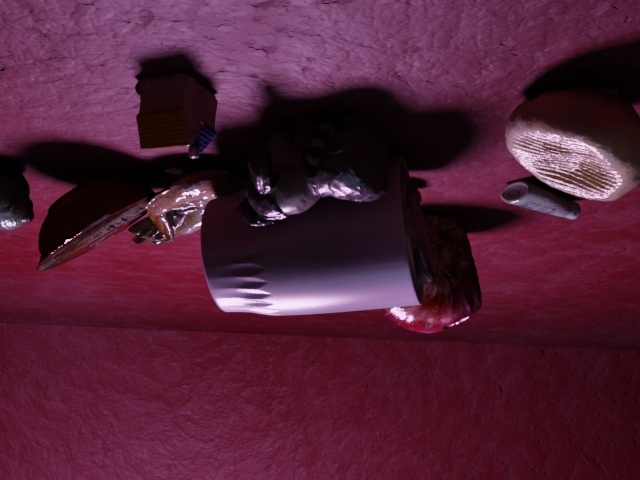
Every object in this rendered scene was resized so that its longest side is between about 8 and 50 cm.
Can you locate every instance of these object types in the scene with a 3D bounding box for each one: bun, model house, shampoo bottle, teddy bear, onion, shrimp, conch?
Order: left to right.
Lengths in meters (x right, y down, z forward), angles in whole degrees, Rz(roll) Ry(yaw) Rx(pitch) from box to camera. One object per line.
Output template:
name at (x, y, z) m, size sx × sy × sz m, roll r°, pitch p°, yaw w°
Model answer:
conch at (-0.610, -0.079, 1.658) m, size 0.188 × 0.122 × 0.176 m, roll 0°, pitch 143°, yaw -12°
shrimp at (-0.267, -0.058, 1.705) m, size 0.317 × 0.077 × 0.168 m, roll -27°, pitch 154°, yaw 35°
model house at (-0.202, -0.167, 1.290) m, size 0.087 × 0.100 × 0.100 m, roll -5°, pitch 166°, yaw 23°
teddy bear at (-0.028, -0.119, 1.402) m, size 0.251 × 0.144 × 0.171 m, roll -11°, pitch 161°, yaw 10°
onion at (0.202, 0.072, 1.957) m, size 0.230 × 0.256 × 0.272 m, roll -10°, pitch 147°, yaw -17°
shampoo bottle at (0.425, -0.073, 1.741) m, size 0.190 × 0.041 × 0.069 m, roll 13°, pitch 157°, yaw -40°
bun at (0.368, -0.149, 1.290) m, size 0.222 × 0.127 × 0.222 m, roll 31°, pitch 170°, yaw 6°

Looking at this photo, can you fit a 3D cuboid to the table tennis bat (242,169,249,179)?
table tennis bat at (-0.080, -0.089, 1.737) m, size 0.153 × 0.040 × 0.244 m, roll 10°, pitch 162°, yaw -10°

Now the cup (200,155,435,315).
cup at (0.000, 0.000, 1.579) m, size 0.371 × 0.253 × 0.253 m, roll -7°, pitch 165°, yaw 11°

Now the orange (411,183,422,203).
orange at (0.149, -0.071, 1.730) m, size 0.086 × 0.062 × 0.086 m, roll -25°, pitch 145°, yaw -20°

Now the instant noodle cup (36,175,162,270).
instant noodle cup at (-0.426, -0.050, 1.701) m, size 0.274 × 0.091 × 0.274 m, roll -33°, pitch 180°, yaw 0°
